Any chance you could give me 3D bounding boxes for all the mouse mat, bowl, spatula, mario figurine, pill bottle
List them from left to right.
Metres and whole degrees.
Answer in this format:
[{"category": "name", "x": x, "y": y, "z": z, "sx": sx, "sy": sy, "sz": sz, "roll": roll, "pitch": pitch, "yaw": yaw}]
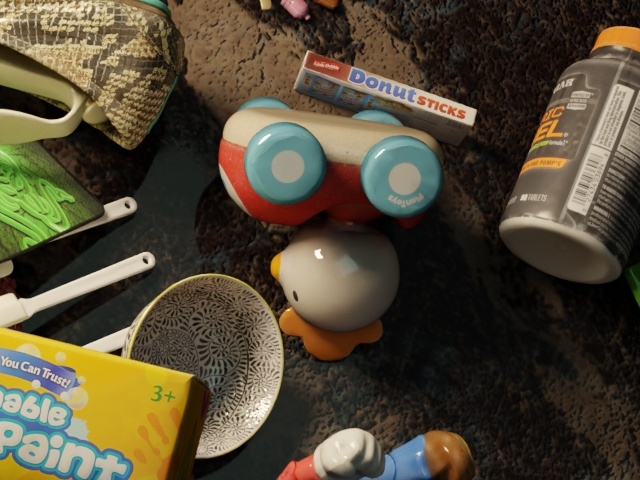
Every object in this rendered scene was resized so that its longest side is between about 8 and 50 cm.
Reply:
[{"category": "mouse mat", "x": -0.311, "y": -0.064, "z": 1.739, "sx": 0.190, "sy": 0.007, "sz": 0.153, "roll": 45, "pitch": 43, "yaw": 16}, {"category": "spatula", "x": -0.238, "y": 0.054, "z": 1.717, "sx": 0.242, "sy": 0.019, "sz": 0.168, "roll": -21, "pitch": 79, "yaw": -41}, {"category": "bowl", "x": -0.125, "y": 0.113, "z": 1.716, "sx": 0.170, "sy": 0.080, "sz": 0.170, "roll": -2, "pitch": 93, "yaw": -36}, {"category": "mario figurine", "x": 0.000, "y": 0.287, "z": 1.654, "sx": 0.321, "sy": 0.170, "sz": 0.198, "roll": -18, "pitch": 79, "yaw": -17}, {"category": "pill bottle", "x": 0.277, "y": -0.090, "z": 1.842, "sx": 0.130, "sy": 0.130, "sz": 0.245, "roll": 25, "pitch": 70, "yaw": -2}]

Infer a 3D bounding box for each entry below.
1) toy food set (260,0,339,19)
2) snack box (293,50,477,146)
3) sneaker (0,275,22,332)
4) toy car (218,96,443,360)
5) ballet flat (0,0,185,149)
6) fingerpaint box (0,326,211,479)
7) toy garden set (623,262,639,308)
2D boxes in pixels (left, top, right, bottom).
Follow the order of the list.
[{"category": "toy food set", "x": -0.010, "y": -0.262, "z": 1.903, "sx": 0.122, "sy": 0.019, "sz": 0.078, "roll": -7, "pitch": 74, "yaw": -21}, {"category": "snack box", "x": 0.063, "y": -0.140, "z": 1.852, "sx": 0.178, "sy": 0.064, "sz": 0.022, "roll": 19, "pitch": 72, "yaw": -4}, {"category": "sneaker", "x": -0.367, "y": 0.024, "z": 1.721, "sx": 0.093, "sy": 0.088, "sz": 0.225, "roll": -41, "pitch": 96, "yaw": 23}, {"category": "toy car", "x": 0.000, "y": 0.000, "z": 1.756, "sx": 0.210, "sy": 0.219, "sz": 0.238, "roll": 6, "pitch": 100, "yaw": -8}, {"category": "ballet flat", "x": -0.373, "y": -0.194, "z": 1.730, "sx": 0.483, "sy": 0.164, "sz": 0.182, "roll": 17, "pitch": 74, "yaw": -1}, {"category": "fingerpaint box", "x": -0.353, "y": 0.241, "z": 1.534, "sx": 0.445, "sy": 0.163, "sz": 0.371, "roll": 14, "pitch": 82, "yaw": 4}, {"category": "toy garden set", "x": 0.436, "y": 0.079, "z": 1.862, "sx": 0.244, "sy": 0.049, "sz": 0.203, "roll": -23, "pitch": 85, "yaw": -22}]
